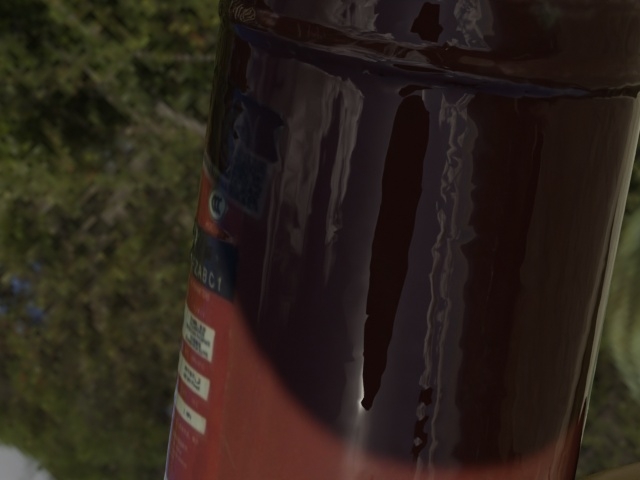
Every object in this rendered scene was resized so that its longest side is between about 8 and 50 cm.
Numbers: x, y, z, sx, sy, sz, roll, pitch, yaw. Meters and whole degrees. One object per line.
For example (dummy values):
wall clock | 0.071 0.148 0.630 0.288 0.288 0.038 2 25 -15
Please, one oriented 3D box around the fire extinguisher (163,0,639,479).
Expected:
fire extinguisher | 0.000 0.000 0.401 0.147 0.337 0.106 2 -165 -18

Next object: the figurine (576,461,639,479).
figurine | 0.149 0.173 0.529 0.257 0.192 0.167 24 170 39
